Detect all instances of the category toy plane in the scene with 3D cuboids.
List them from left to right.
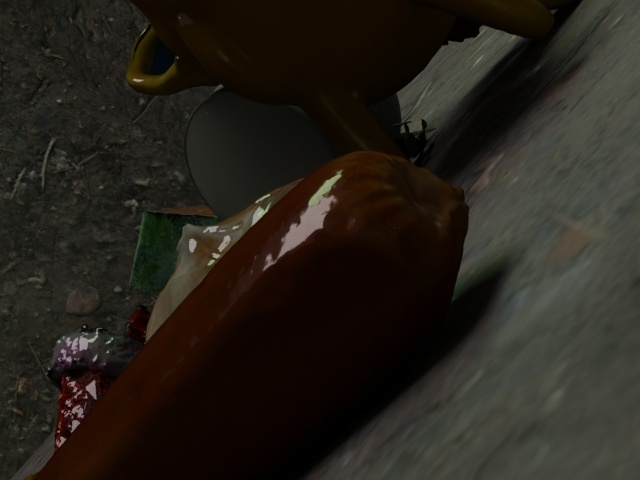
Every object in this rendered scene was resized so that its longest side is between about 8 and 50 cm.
[{"bbox_3d":[0.071,-0.082,0.855,0.049,0.031,0.120,-13,14,15],"label":"toy plane"}]

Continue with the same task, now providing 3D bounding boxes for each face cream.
[{"bbox_3d":[-0.024,-0.104,0.985,0.177,0.177,0.153,-41,8,45],"label":"face cream"}]

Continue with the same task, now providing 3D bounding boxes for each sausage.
[{"bbox_3d":[-0.052,0.076,0.433,0.300,0.083,0.089,-46,18,20],"label":"sausage"}]

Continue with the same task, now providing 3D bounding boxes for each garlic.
[{"bbox_3d":[-0.026,0.023,0.581,0.174,0.099,0.124,-45,21,11],"label":"garlic"}]

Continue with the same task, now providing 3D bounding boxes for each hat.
[{"bbox_3d":[-0.241,0.193,1.034,0.140,0.129,0.227,-22,37,34],"label":"hat"}]

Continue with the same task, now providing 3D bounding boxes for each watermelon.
[{"bbox_3d":[-0.158,0.000,1.452,0.256,0.193,0.140,-96,18,-77],"label":"watermelon"}]

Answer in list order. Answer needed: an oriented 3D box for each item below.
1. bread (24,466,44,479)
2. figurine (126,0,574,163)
[{"bbox_3d":[-0.199,0.215,0.593,0.233,0.076,0.105,-42,14,-37],"label":"bread"},{"bbox_3d":[0.020,-0.222,0.749,0.387,0.401,0.268,-85,-6,-62],"label":"figurine"}]
